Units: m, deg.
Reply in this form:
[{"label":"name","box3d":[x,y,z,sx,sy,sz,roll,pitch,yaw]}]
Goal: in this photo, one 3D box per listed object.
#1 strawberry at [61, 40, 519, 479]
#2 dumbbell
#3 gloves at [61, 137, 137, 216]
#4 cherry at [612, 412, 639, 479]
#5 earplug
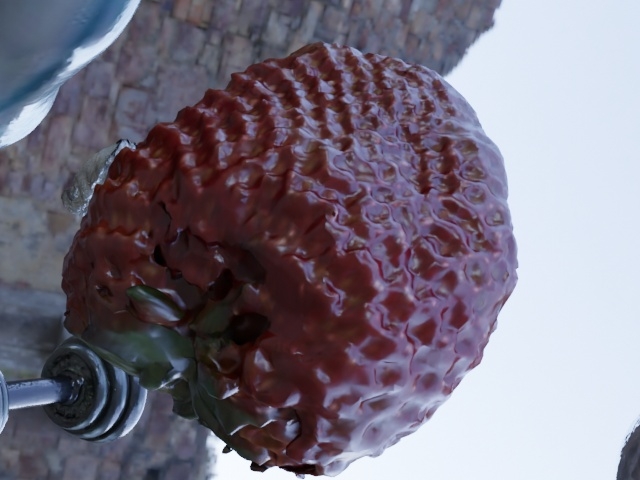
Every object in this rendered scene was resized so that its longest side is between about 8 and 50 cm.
[{"label":"strawberry","box3d":[0.000,0.000,0.791,0.351,0.312,0.267,-55,155,-27]},{"label":"dumbbell","box3d":[-0.402,0.209,1.402,0.179,0.406,0.179,-1,-92,31]},{"label":"gloves","box3d":[-0.338,-0.104,1.635,0.153,0.070,0.114,-44,-174,33]},{"label":"cherry","box3d":[0.459,0.294,1.091,0.291,0.326,0.335,-2,-117,27]},{"label":"earplug","box3d":[-0.216,-0.176,0.733,0.324,0.185,0.185,-9,-111,55]}]
